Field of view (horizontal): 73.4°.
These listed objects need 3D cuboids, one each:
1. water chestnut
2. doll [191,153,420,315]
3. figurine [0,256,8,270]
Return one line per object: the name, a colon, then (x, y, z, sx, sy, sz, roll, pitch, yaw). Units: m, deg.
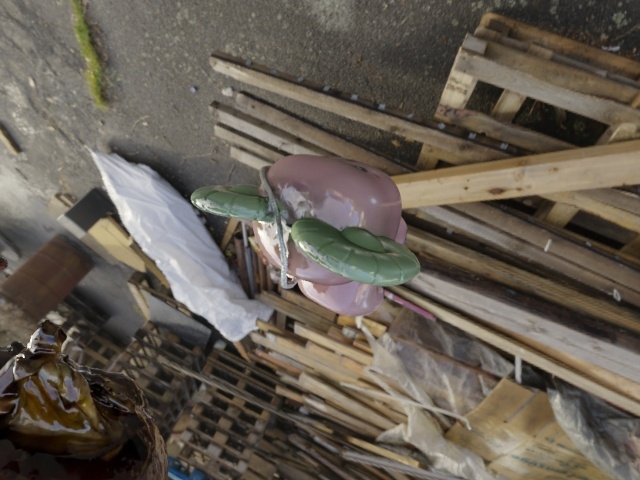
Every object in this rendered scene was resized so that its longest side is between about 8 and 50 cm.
water chestnut: (-0.328, 0.235, 0.471, 0.334, 0.347, 0.335, 20, -174, -2)
doll: (0.000, 0.000, 0.545, 0.284, 0.268, 0.217, 23, 103, 31)
figurine: (-0.630, -0.032, 0.744, 0.234, 0.127, 0.185, 12, 136, 45)
